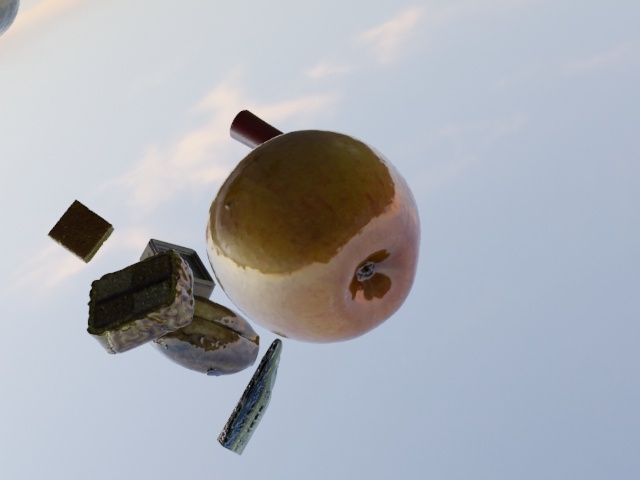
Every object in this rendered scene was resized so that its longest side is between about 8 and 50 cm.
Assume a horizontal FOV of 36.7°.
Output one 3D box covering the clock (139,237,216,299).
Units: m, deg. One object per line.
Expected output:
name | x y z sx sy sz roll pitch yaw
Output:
clock | -0.370 0.081 2.483 0.071 0.147 0.192 -61 -144 17

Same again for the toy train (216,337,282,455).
toy train | -0.124 0.303 1.889 0.234 0.051 0.052 -60 -162 -9

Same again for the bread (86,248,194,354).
bread | -0.364 0.128 1.974 0.222 0.096 0.181 -23 -133 8

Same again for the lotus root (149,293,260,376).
lotus root | -0.272 0.234 2.325 0.193 0.291 0.193 -35 -139 38

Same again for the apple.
apple | 0.000 0.000 1.283 0.299 0.299 0.275 -35 -146 -17

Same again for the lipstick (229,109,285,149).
lipstick | -0.099 -0.216 2.218 0.241 0.080 0.080 33 -126 19

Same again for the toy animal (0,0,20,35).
toy animal | -0.596 -0.340 1.538 0.180 0.181 0.363 -10 -143 10

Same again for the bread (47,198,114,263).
bread | -0.458 -0.017 1.844 0.090 0.094 0.035 -54 170 -11
